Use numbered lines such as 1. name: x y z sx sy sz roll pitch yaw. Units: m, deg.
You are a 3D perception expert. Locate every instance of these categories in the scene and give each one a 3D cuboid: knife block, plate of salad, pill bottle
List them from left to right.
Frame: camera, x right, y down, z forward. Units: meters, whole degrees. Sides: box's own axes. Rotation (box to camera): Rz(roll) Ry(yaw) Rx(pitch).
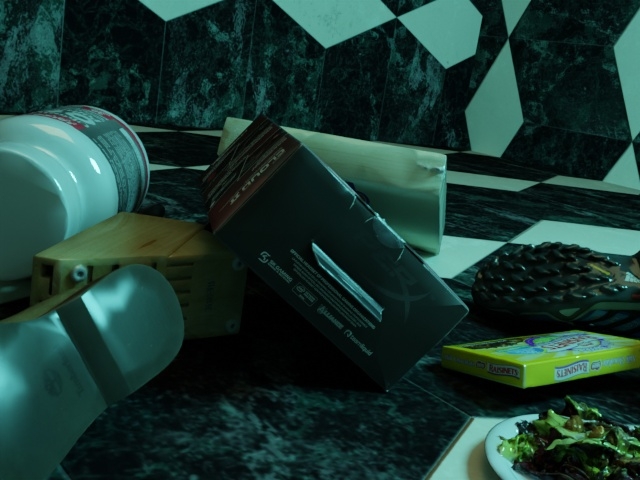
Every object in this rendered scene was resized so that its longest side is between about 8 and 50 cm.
1. pill bottle: -0.306 -0.058 0.870 0.176 0.176 0.318 8 13 -5
2. knife block: -0.196 0.023 0.794 0.276 0.088 0.242 -3 16 -40
3. plate of salad: 0.219 0.162 0.550 0.200 0.048 0.200 8 13 -2

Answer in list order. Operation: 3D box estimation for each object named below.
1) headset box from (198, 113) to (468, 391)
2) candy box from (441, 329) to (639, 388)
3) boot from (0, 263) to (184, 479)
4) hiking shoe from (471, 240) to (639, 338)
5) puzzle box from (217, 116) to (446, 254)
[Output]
1. headset box: 0.000 0.000 0.746 0.218 0.110 0.293 44 2 -19
2. candy box: 0.232 0.115 0.768 0.206 0.027 0.105 -1 5 -35
3. boot: -0.218 0.102 0.485 0.115 0.112 0.305 -19 4 28
4. hiking shoe: 0.338 0.076 0.925 0.304 0.132 0.113 -5 42 21
5. puzzle box: 0.041 -0.062 1.077 0.272 0.052 0.409 12 -9 10
